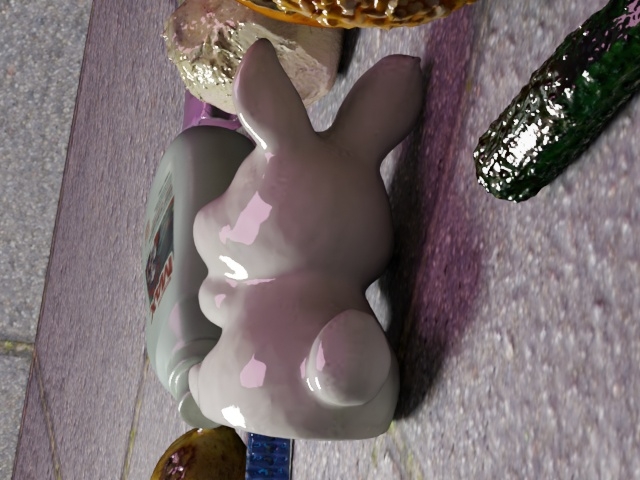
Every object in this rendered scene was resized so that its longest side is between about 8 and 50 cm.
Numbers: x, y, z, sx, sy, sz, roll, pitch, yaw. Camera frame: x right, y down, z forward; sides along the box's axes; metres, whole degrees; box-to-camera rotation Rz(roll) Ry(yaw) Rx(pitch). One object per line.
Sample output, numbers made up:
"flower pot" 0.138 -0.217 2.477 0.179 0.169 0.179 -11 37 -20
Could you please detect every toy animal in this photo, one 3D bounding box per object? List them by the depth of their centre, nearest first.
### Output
"toy animal" -0.004 0.004 1.859 0.241 0.196 0.367 164 110 -65

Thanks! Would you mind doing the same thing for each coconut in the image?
"coconut" -0.060 -0.220 2.151 0.194 0.194 0.194 -174 90 -74

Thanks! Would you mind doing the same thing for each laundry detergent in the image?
"laundry detergent" -0.141 0.074 2.333 0.398 0.125 0.264 -97 23 -51

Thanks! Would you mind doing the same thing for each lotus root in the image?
"lotus root" -0.141 0.305 2.319 0.145 0.128 0.260 -94 17 -74

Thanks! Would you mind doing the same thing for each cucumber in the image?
"cucumber" 0.190 -0.112 1.456 0.293 0.067 0.067 128 144 -60

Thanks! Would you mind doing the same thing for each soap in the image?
"soap" -0.131 -0.242 2.578 0.122 0.065 0.203 154 121 -71

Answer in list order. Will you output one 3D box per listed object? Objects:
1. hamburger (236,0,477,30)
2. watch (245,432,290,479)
"hamburger" 0.025 -0.330 1.640 0.250 0.330 0.330 -169 85 -78
"watch" -0.030 0.114 2.144 0.276 0.068 0.274 122 144 -56
